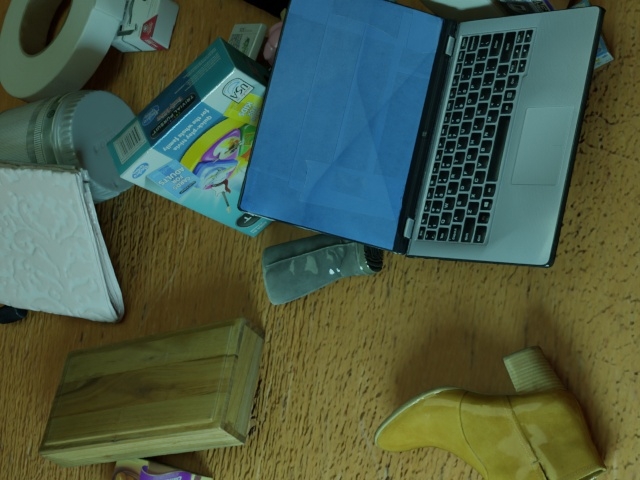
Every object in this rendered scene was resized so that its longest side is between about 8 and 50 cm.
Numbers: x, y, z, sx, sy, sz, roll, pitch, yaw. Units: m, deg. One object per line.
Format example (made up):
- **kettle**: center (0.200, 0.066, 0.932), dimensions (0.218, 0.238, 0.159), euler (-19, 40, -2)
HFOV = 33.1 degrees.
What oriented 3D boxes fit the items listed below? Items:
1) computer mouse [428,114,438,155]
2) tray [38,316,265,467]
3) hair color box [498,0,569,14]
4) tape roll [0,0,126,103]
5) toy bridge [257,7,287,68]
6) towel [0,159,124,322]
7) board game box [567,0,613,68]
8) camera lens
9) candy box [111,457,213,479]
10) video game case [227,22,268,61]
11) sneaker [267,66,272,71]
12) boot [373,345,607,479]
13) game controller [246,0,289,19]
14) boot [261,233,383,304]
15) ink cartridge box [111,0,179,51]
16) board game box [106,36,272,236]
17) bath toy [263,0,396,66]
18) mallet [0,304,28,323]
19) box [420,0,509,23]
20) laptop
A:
- **computer mouse**: center (0.235, -0.142, 1.640), dimensions (0.184, 0.060, 0.262), euler (-41, 60, 30)
- **tray**: center (-0.295, 0.264, 1.848), dimensions (0.411, 0.076, 0.203), euler (-14, 50, 32)
- **hair color box**: center (0.347, -0.525, 1.608), dimensions (0.110, 0.185, 0.339), euler (19, 81, 39)
- **tape roll**: center (-0.552, -0.471, 2.281), dimensions (0.392, 0.072, 0.392), euler (-21, 59, 40)
- **toy bridge**: center (-0.083, -0.350, 1.941), dimensions (0.188, 0.063, 0.026), euler (-39, 52, 44)
- **towel**: center (-0.536, -0.003, 2.020), dimensions (0.332, 0.053, 0.317), euler (7, 119, 28)
- **board game box**: center (0.355, -0.285, 1.634), dimensions (0.154, 0.026, 0.103), euler (-26, 61, 26)
- **camera lens**: center (-0.507, -0.168, 2.087), dimensions (0.274, 0.219, 0.219), euler (-10, 69, 33)
- **candy box**: center (-0.276, 0.432, 1.820), dimensions (0.187, 0.053, 0.109), euler (6, 77, 39)
- **video game case**: center (-0.154, -0.318, 1.953), dimensions (0.143, 0.019, 0.157), euler (23, 92, 64)
- **sneaker**: center (-0.106, -0.244, 1.908), dimensions (0.225, 0.093, 0.088), euler (-51, 53, 11)
- **boot**: center (0.225, 0.295, 1.477), dimensions (0.295, 0.104, 0.211), euler (-31, 58, 19)
- **game controller**: center (-0.083, -0.508, 2.001), dimensions (0.319, 0.067, 0.166), euler (33, 95, 38)
- **boot**: center (-0.002, -0.002, 1.772), dimensions (0.208, 0.076, 0.189), euler (-17, 62, 38)
- **ink cartridge box**: center (-0.363, -0.440, 2.183), dimensions (0.135, 0.056, 0.099), euler (4, 76, 36)
- **board game box**: center (-0.133, -0.153, 1.740), dimensions (0.254, 0.336, 0.079), euler (-40, 55, 18)
- **bath toy**: center (-0.027, -0.307, 1.780), dimensions (0.348, 0.129, 0.151), euler (-28, 88, 7)
- **mallet**: center (-0.637, 0.084, 2.214), dimensions (0.062, 0.039, 0.189), euler (-25, 57, 23)
- **box**: center (0.250, -0.515, 1.717), dimensions (0.121, 0.148, 0.311), euler (6, 79, 36)
- **laptop**: center (0.139, -0.183, 1.541), dimensions (0.408, 0.236, 0.382), euler (4, 77, 45)
